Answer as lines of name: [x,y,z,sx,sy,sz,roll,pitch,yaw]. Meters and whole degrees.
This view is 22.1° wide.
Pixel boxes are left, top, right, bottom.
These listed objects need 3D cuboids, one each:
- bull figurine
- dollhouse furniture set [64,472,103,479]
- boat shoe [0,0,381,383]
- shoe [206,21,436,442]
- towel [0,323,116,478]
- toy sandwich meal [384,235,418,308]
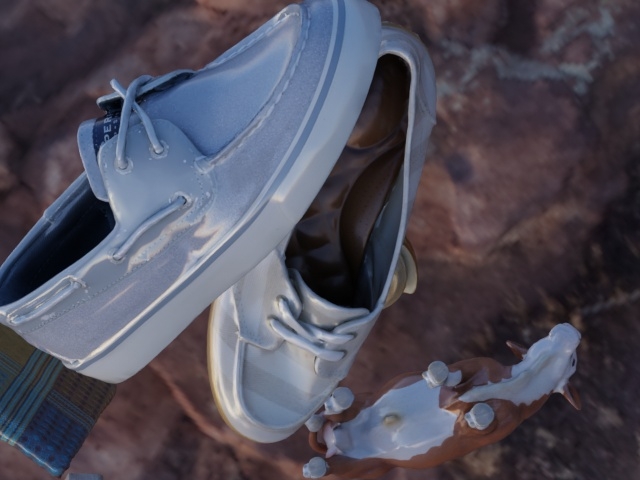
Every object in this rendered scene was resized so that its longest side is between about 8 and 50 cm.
bull figurine: [0.121,0.171,1.662,0.310,0.188,0.101,-25,74,17]
dollhouse furniture set: [-0.199,0.333,1.671,0.129,0.129,0.183,4,71,-14]
boat shoe: [-0.065,-0.024,0.675,0.227,0.081,0.079,-46,32,33]
shoe: [0.000,0.000,0.789,0.058,0.077,0.219,-125,54,-74]
towel: [-0.375,0.081,1.589,0.370,0.271,0.040,37,101,-4]
toy sandwich meal: [0.036,0.018,1.294,0.086,0.085,0.029,-13,23,25]
